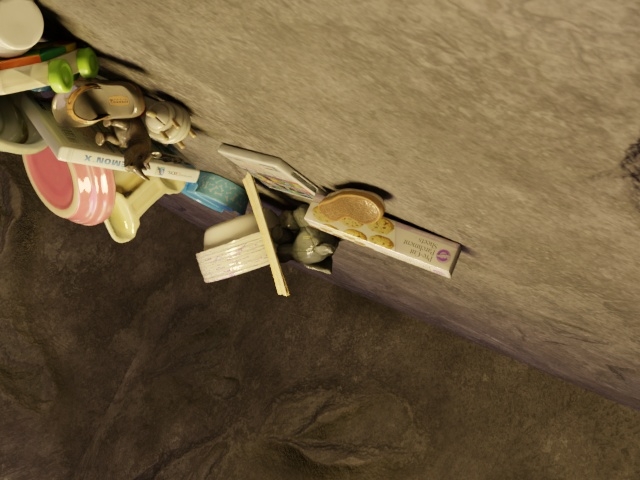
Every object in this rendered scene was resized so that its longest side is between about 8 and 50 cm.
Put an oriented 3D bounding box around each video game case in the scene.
[{"bbox_3d":[-0.101,-0.146,1.615,0.201,0.023,0.183,19,169,43],"label":"video game case"},{"bbox_3d":[-0.458,-0.221,1.598,0.299,0.036,0.329,7,-158,-38],"label":"video game case"}]

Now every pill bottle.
[{"bbox_3d":[-0.541,-0.365,1.219,0.215,0.117,0.117,20,170,42],"label":"pill bottle"}]

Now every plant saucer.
[{"bbox_3d":[-0.640,-0.186,1.841,0.332,0.332,0.084,21,-145,36],"label":"plant saucer"},{"bbox_3d":[-0.760,-0.324,1.579,0.400,0.100,0.400,49,-165,-18],"label":"plant saucer"}]

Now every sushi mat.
[{"bbox_3d":[-0.135,-0.012,1.837,0.019,0.317,0.151,-17,178,-11],"label":"sushi mat"}]

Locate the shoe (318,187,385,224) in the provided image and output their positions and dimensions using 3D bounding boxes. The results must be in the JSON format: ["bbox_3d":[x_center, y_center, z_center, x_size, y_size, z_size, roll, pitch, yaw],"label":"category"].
[{"bbox_3d":[0.065,-0.076,1.423,0.077,0.058,0.219,51,161,-19],"label":"shoe"}]

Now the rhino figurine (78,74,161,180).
[{"bbox_3d":[-0.386,-0.219,1.453,0.106,0.073,0.243,-10,-115,-54],"label":"rhino figurine"}]

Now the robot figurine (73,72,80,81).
[{"bbox_3d":[-0.528,-0.330,1.632,0.101,0.067,0.115,53,177,8],"label":"robot figurine"}]

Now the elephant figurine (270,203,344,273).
[{"bbox_3d":[0.000,0.000,1.920,0.169,0.186,0.239,-28,155,26],"label":"elephant figurine"}]

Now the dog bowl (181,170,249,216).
[{"bbox_3d":[-0.316,-0.144,2.204,0.166,0.074,0.297,31,172,-34],"label":"dog bowl"}]

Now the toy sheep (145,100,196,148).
[{"bbox_3d":[-0.296,-0.230,1.446,0.091,0.091,0.132,24,177,21],"label":"toy sheep"}]

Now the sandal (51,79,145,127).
[{"bbox_3d":[-0.417,-0.244,1.356,0.219,0.060,0.090,4,122,28],"label":"sandal"}]

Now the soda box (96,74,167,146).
[{"bbox_3d":[-0.406,-0.276,1.554,0.216,0.074,0.069,25,173,14],"label":"soda box"}]

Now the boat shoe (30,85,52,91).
[{"bbox_3d":[-0.673,-0.386,1.554,0.258,0.109,0.089,38,-172,-9],"label":"boat shoe"}]

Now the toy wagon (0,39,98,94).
[{"bbox_3d":[-0.546,-0.315,1.346,0.267,0.068,0.344,-2,-156,7],"label":"toy wagon"}]

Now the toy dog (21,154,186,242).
[{"bbox_3d":[-0.651,-0.222,2.055,0.407,0.285,0.395,21,158,37],"label":"toy dog"}]

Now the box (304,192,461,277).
[{"bbox_3d":[0.125,-0.012,1.518,0.323,0.067,0.063,22,171,17],"label":"box"}]

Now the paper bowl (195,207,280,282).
[{"bbox_3d":[-0.206,0.006,2.041,0.284,0.284,0.148,175,75,-77],"label":"paper bowl"}]
